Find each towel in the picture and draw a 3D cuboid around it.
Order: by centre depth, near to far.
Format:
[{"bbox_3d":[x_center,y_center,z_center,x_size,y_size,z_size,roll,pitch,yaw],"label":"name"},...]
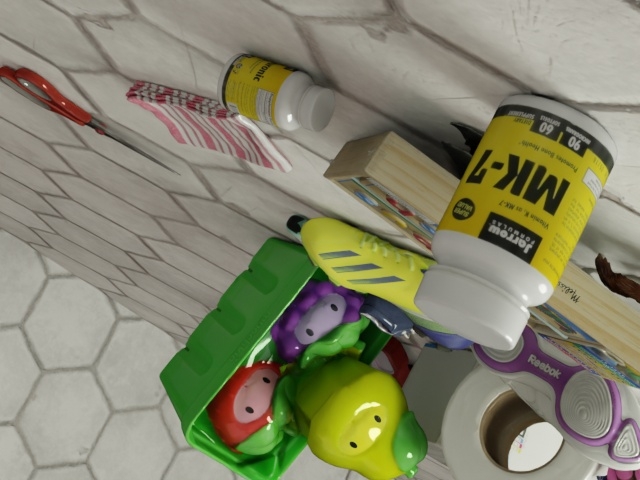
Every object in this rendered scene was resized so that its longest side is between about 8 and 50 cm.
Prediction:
[{"bbox_3d":[-0.141,-0.141,1.867,0.197,0.029,0.144,18,165,36],"label":"towel"}]

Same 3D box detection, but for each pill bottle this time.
[{"bbox_3d":[0.172,-0.015,1.315,0.119,0.208,0.119,26,167,6],"label":"pill bottle"},{"bbox_3d":[-0.045,-0.152,1.545,0.116,0.065,0.065,21,166,27],"label":"pill bottle"}]

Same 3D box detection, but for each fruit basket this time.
[{"bbox_3d":[-0.012,0.224,2.263,0.392,0.392,0.283,16,163,40],"label":"fruit basket"}]

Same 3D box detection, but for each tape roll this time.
[{"bbox_3d":[0.318,0.304,2.187,0.246,0.246,0.169,20,166,29],"label":"tape roll"}]

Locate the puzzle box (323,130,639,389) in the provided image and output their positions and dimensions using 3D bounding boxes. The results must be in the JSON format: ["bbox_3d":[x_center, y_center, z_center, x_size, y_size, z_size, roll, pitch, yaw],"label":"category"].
[{"bbox_3d":[0.195,0.025,1.584,0.409,0.052,0.272,36,176,-7],"label":"puzzle box"}]

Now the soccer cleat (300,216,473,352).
[{"bbox_3d":[0.109,0.042,2.000,0.289,0.093,0.121,33,136,-6],"label":"soccer cleat"}]

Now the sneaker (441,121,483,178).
[{"bbox_3d":[0.191,-0.053,1.494,0.089,0.051,0.170,18,159,38],"label":"sneaker"}]

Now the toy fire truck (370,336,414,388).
[{"bbox_3d":[0.068,0.247,2.731,0.302,0.169,0.254,14,137,45],"label":"toy fire truck"}]

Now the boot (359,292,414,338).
[{"bbox_3d":[0.135,0.113,2.161,0.190,0.086,0.069,35,165,-30],"label":"boot"}]

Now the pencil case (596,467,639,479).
[{"bbox_3d":[0.455,0.276,1.999,0.095,0.098,0.209,0,140,-16],"label":"pencil case"}]

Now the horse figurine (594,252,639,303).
[{"bbox_3d":[0.415,0.099,1.593,0.263,0.066,0.174,27,174,-8],"label":"horse figurine"}]

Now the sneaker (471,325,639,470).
[{"bbox_3d":[0.347,0.206,2.014,0.305,0.114,0.152,43,-175,36],"label":"sneaker"}]

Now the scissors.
[{"bbox_3d":[-0.343,-0.175,2.177,0.297,0.021,0.109,33,164,-25],"label":"scissors"}]

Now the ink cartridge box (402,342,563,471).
[{"bbox_3d":[0.266,0.304,2.454,0.233,0.168,0.171,34,166,-26],"label":"ink cartridge box"}]

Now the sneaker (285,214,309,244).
[{"bbox_3d":[0.000,0.000,2.119,0.098,0.038,0.069,33,171,23],"label":"sneaker"}]
